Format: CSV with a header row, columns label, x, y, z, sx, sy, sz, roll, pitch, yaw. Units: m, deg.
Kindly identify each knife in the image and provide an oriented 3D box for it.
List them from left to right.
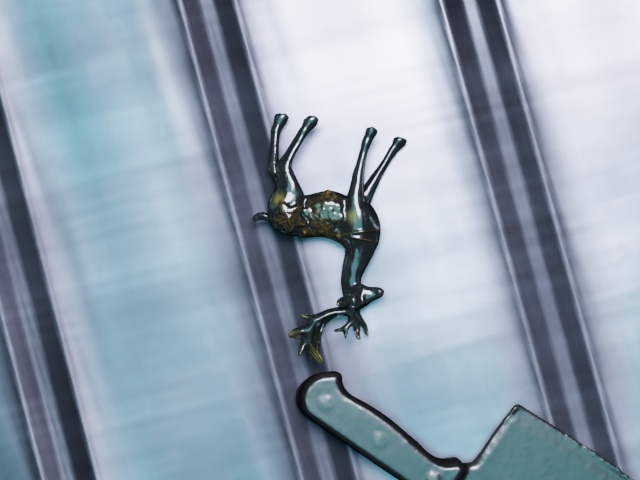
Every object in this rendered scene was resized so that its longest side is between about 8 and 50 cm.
label,x,y,z,sx,sy,sz,roll,pitch,yaw
knife,0.102,0.126,0.902,0.245,0.019,0.072,33,89,1

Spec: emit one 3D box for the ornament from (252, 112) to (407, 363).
label,x,y,z,sx,sy,sz,roll,pitch,yaw
ornament,0.000,0.000,0.905,0.073,0.028,0.125,9,88,3
